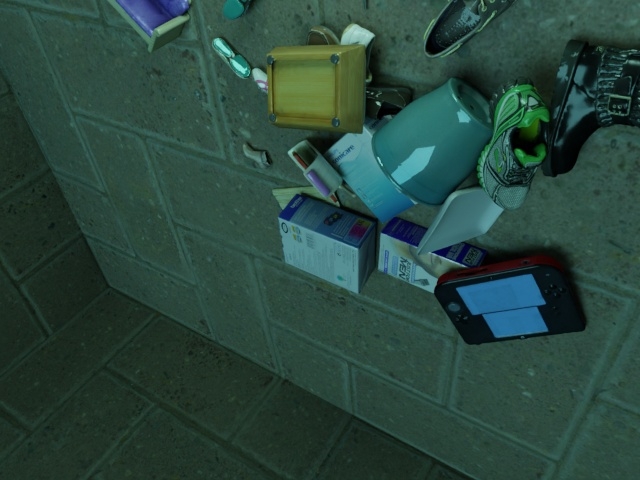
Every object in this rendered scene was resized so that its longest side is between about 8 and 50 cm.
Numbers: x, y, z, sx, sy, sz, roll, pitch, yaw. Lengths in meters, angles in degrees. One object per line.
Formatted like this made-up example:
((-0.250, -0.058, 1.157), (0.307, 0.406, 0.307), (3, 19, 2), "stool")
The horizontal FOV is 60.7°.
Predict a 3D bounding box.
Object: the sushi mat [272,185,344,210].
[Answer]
((-0.047, -0.138, 2.071), (0.316, 0.019, 0.151), (0, 128, 42), "sushi mat")

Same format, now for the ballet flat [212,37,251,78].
((-0.291, -0.600, 1.810), (0.168, 0.057, 0.052), (49, 171, -3), "ballet flat")

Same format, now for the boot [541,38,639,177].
((0.647, -0.265, 1.214), (0.260, 0.131, 0.348), (20, 138, 27), "boot")

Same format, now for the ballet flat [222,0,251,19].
((-0.224, -0.717, 1.610), (0.070, 0.070, 0.188), (53, 146, -15), "ballet flat")

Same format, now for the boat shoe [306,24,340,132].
((0.002, -0.463, 1.613), (0.123, 0.116, 0.324), (20, 138, 27), "boat shoe")

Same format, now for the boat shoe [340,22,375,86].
((0.097, -0.462, 1.544), (0.096, 0.098, 0.277), (29, 141, 19), "boat shoe")

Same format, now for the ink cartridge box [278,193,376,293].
((0.000, 0.000, 2.034), (0.395, 0.151, 0.270), (21, 143, 21), "ink cartridge box")

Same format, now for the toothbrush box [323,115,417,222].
((0.186, -0.228, 1.675), (0.295, 0.126, 0.216), (47, 144, -7), "toothbrush box")

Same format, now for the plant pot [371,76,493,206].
((0.318, -0.270, 1.423), (0.271, 0.271, 0.255), (44, 128, -3), "plant pot")

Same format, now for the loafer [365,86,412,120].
((0.147, -0.379, 1.524), (0.220, 0.078, 0.080), (-3, 149, 10), "loafer")

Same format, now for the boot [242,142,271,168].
((-0.235, -0.320, 2.045), (0.087, 0.042, 0.118), (-8, 122, 39), "boot")

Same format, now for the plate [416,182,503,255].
((0.413, -0.080, 1.531), (0.045, 0.278, 0.277), (60, 152, 26), "plate")

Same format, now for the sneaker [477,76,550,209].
((0.450, -0.193, 1.271), (0.134, 0.146, 0.343), (-12, 136, 3), "sneaker")

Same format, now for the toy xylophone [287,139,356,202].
((0.000, -0.219, 1.779), (0.236, 0.081, 0.322), (47, -175, -16), "toy xylophone")

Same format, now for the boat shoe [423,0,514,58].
((0.352, -0.536, 1.237), (0.116, 0.097, 0.324), (46, 144, -5), "boat shoe")

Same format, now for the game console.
((0.581, 0.201, 1.697), (0.386, 0.060, 0.342), (-14, 125, 31), "game console")

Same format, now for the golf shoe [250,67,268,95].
((-0.144, -0.497, 1.770), (0.186, 0.067, 0.086), (45, 115, -1), "golf shoe")

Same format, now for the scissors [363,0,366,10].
((0.095, -0.728, 1.348), (0.109, 0.021, 0.297), (27, 142, 15), "scissors")

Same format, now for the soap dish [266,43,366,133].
((-0.019, -0.412, 1.490), (0.291, 0.118, 0.229), (11, 110, 32), "soap dish")

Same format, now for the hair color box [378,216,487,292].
((0.366, 0.069, 1.832), (0.339, 0.110, 0.185), (21, 138, 23), "hair color box")

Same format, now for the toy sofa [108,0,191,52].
((-0.607, -0.820, 1.780), (0.362, 0.150, 0.177), (47, 145, -6), "toy sofa")
